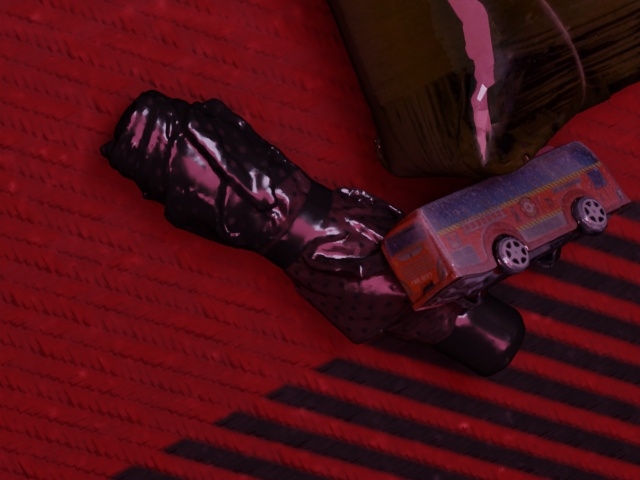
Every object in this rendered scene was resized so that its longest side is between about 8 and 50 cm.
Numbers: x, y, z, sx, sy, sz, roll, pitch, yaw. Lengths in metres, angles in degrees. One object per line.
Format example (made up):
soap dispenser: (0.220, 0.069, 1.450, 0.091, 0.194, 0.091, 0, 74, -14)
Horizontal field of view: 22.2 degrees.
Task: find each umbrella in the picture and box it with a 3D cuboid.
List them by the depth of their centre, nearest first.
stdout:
umbrella: (0.000, 0.000, 1.134, 0.326, 0.094, 0.090, 32, 48, -12)

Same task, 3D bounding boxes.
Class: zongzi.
zongzi: (0.137, -0.213, 1.109, 0.300, 0.145, 0.273, -28, 103, -19)

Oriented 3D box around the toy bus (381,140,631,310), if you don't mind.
toy bus: (0.129, -0.011, 1.121, 0.192, 0.065, 0.077, -24, 79, -40)
